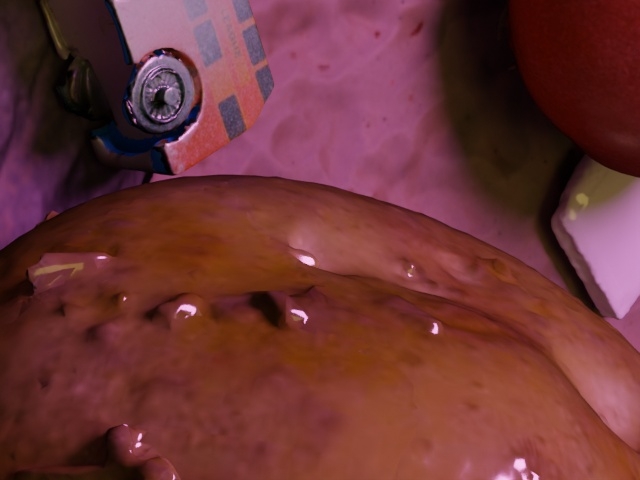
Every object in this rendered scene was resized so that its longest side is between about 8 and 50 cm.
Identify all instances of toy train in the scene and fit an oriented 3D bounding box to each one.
[{"bbox_3d":[-0.093,-0.127,0.836,0.099,0.072,0.188,-33,120,-32],"label":"toy train"}]

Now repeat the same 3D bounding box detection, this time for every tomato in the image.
[{"bbox_3d":[0.237,-0.164,1.037,0.256,0.224,0.255,-9,101,-51],"label":"tomato"}]

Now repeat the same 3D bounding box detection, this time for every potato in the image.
[{"bbox_3d":[0.005,0.123,0.780,0.442,0.385,0.319,21,64,-37],"label":"potato"}]

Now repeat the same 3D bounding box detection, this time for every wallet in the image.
[{"bbox_3d":[0.233,-0.043,1.181,0.183,0.032,0.124,-53,128,-23],"label":"wallet"}]
